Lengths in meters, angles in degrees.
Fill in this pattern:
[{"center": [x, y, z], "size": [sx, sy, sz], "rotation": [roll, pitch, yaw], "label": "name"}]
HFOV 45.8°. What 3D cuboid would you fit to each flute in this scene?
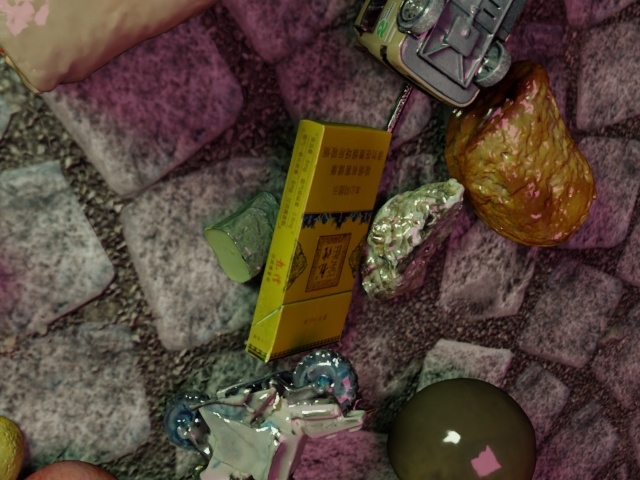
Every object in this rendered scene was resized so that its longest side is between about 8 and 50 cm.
[{"center": [0.118, -0.208, 0.931], "size": [0.014, 0.014, 0.270], "rotation": [20, 97, -34], "label": "flute"}]

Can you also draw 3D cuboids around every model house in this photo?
[{"center": [-0.079, -0.004, 0.875], "size": [0.083, 0.066, 0.079], "rotation": [-42, 114, -31], "label": "model house"}]

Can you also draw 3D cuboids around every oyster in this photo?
[{"center": [0.114, 0.001, 0.978], "size": [0.124, 0.064, 0.177], "rotation": [-6, 123, -34], "label": "oyster"}]

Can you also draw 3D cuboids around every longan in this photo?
[{"center": [0.205, 0.288, 1.068], "size": [0.220, 0.196, 0.197], "rotation": [17, 99, -36], "label": "longan"}]

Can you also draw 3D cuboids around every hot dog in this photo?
[{"center": [0.260, -0.107, 0.996], "size": [0.175, 0.114, 0.259], "rotation": [-45, 125, -13], "label": "hot dog"}]

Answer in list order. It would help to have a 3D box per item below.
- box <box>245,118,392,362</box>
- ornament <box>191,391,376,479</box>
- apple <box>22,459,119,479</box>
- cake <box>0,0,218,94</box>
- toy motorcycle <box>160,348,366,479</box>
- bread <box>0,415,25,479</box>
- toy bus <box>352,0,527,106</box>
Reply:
[{"center": [0.000, -0.001, 0.894], "size": [0.153, 0.041, 0.279], "rotation": [-7, 114, -56], "label": "box"}, {"center": [-0.021, 0.279, 0.997], "size": [0.236, 0.080, 0.202], "rotation": [-46, 120, -8], "label": "ornament"}, {"center": [-0.282, 0.323, 0.837], "size": [0.153, 0.120, 0.154], "rotation": [-11, 114, -26], "label": "apple"}, {"center": [-0.214, -0.290, 0.576], "size": [0.230, 0.237, 0.309], "rotation": [-37, 125, -9], "label": "cake"}, {"center": [-0.051, 0.247, 0.877], "size": [0.108, 0.239, 0.204], "rotation": [-17, 88, -61], "label": "toy motorcycle"}, {"center": [-0.384, 0.266, 0.793], "size": [0.149, 0.065, 0.188], "rotation": [-1, 107, -35], "label": "bread"}, {"center": [0.154, -0.302, 0.830], "size": [0.139, 0.157, 0.290], "rotation": [24, 95, -34], "label": "toy bus"}]
